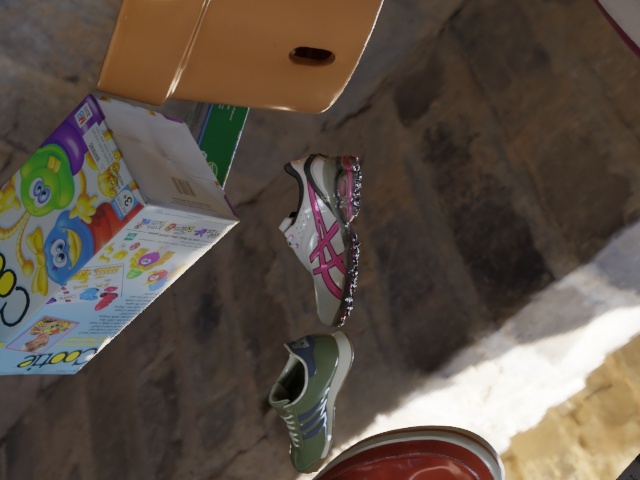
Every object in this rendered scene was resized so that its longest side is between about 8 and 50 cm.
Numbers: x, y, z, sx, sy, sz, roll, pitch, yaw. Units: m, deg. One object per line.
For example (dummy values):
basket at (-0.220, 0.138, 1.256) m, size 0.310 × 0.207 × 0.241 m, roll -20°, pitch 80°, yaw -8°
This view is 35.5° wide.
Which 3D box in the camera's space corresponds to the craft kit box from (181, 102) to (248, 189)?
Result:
craft kit box at (-0.182, -0.087, 1.408) m, size 0.061 × 0.246 × 0.250 m, roll 22°, pitch 75°, yaw -19°

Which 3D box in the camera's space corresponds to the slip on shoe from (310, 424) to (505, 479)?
slip on shoe at (0.005, 0.259, 0.834) m, size 0.123 × 0.331 × 0.101 m, roll 58°, pitch 14°, yaw -17°

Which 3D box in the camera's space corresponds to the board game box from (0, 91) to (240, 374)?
board game box at (-0.244, 0.003, 1.022) m, size 0.144 × 0.275 × 0.142 m, roll 11°, pitch 43°, yaw -57°

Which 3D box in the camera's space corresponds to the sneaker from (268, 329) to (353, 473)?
sneaker at (-0.027, 0.193, 1.184) m, size 0.086 × 0.192 × 0.064 m, roll 1°, pitch 24°, yaw -32°

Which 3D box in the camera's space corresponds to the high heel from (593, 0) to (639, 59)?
high heel at (0.180, -0.234, 0.590) m, size 0.181 × 0.127 × 0.377 m, roll 17°, pitch 55°, yaw -74°

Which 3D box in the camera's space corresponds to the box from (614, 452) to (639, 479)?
box at (0.357, 0.200, 0.853) m, size 0.145 × 0.186 × 0.038 m, roll 39°, pitch -9°, yaw 48°

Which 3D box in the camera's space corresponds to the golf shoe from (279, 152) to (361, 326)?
golf shoe at (0.000, 0.000, 1.057) m, size 0.067 × 0.086 × 0.186 m, roll -70°, pitch 160°, yaw -78°

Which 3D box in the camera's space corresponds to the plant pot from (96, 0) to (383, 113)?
plant pot at (-0.060, -0.240, 0.896) m, size 0.203 × 0.291 × 0.291 m, roll 18°, pitch 34°, yaw -13°
